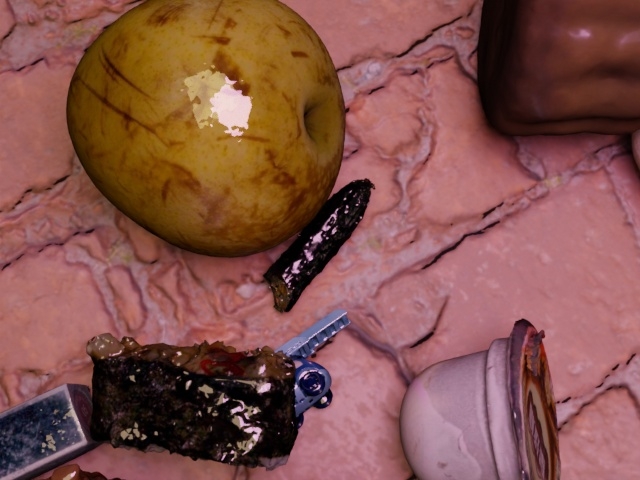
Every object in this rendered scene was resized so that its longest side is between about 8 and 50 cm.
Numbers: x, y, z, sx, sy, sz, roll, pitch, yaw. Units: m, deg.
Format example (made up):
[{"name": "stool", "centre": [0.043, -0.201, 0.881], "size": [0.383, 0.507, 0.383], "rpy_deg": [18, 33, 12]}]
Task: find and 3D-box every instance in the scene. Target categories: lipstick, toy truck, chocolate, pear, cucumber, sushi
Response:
[{"name": "lipstick", "centre": [-0.373, 0.240, 0.766], "size": [0.289, 0.076, 0.077], "rpy_deg": [-25, 78, -3]}, {"name": "toy truck", "centre": [-0.010, 0.139, 0.795], "size": [0.136, 0.063, 0.074], "rpy_deg": [-33, 58, -10]}, {"name": "chocolate", "centre": [0.155, 0.177, 0.736], "size": [0.147, 0.221, 0.221], "rpy_deg": [-3, 74, 27]}, {"name": "pear", "centre": [-0.112, -0.119, 0.764], "size": [0.283, 0.283, 0.284], "rpy_deg": [0, 75, 1]}, {"name": "cucumber", "centre": [0.000, 0.000, 0.835], "size": [0.053, 0.053, 0.181], "rpy_deg": [38, 77, 10]}, {"name": "sushi", "centre": [-0.117, 0.154, 0.733], "size": [0.212, 0.147, 0.115], "rpy_deg": [2, 78, 24]}]

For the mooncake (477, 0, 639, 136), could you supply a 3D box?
[{"name": "mooncake", "centre": [0.275, -0.262, 0.758], "size": [0.187, 0.324, 0.324], "rpy_deg": [5, 76, 2]}]

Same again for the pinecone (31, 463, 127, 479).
[{"name": "pinecone", "centre": [-0.210, 0.340, 0.664], "size": [0.244, 0.244, 0.309], "rpy_deg": [0, 93, 1]}]

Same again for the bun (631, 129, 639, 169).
[{"name": "bun", "centre": [0.477, -0.111, 0.794], "size": [0.272, 0.168, 0.273], "rpy_deg": [2, 75, -6]}]
